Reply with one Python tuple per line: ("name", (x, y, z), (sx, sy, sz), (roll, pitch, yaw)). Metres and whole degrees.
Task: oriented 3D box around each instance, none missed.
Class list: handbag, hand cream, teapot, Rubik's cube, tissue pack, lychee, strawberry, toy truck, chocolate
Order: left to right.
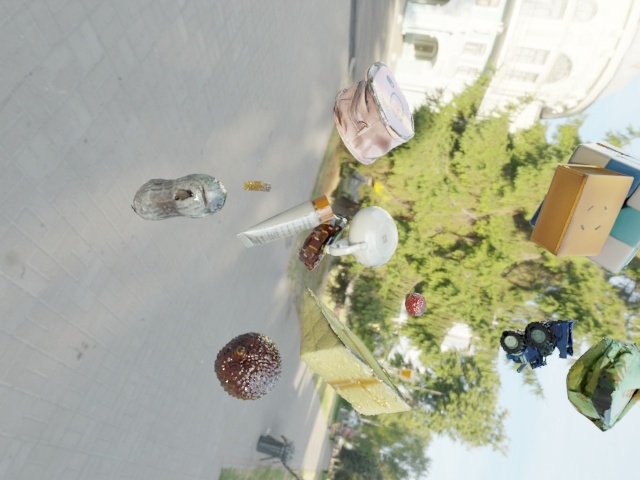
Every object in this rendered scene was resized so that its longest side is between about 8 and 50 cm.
("chocolate", (-0.336, -0.102, 0.983), (0.110, 0.247, 0.110), (0, 90, -74))
("lychee", (-0.249, 0.449, 1.453), (0.236, 0.235, 0.271), (-70, 157, -46))
("hand cream", (-0.111, -0.048, 1.340), (0.140, 0.314, 0.089), (81, -15, -72))
("teapot", (0.157, -0.009, 1.354), (0.298, 0.139, 0.205), (-17, 106, -44))
("handbag", (0.118, -0.272, 0.884), (0.179, 0.116, 0.205), (46, 41, -28))
("strawberry", (0.406, 0.272, 1.778), (0.106, 0.106, 0.106), (12, 90, -82))
("toy truck", (0.644, 0.297, 1.190), (0.113, 0.208, 0.126), (11, 55, -48))
("tissue pack", (0.849, -0.101, 1.355), (0.145, 0.194, 0.275), (-118, -147, -60))
("Rubik's cube", (1.070, -0.139, 1.527), (0.344, 0.347, 0.347), (-15, 133, -44))

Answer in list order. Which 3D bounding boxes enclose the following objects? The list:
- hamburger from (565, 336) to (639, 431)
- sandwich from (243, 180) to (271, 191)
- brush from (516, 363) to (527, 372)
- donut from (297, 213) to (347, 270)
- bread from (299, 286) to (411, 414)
("hamburger", (0.691, 0.320, 0.989), (0.214, 0.235, 0.125), (-46, -154, -17))
("sandwich", (-0.227, -0.194, 1.477), (0.105, 0.093, 0.036), (-8, 103, -69))
("brush", (0.816, 0.468, 1.611), (0.051, 0.014, 0.164), (-89, -167, -54))
("donut", (0.001, -0.001, 1.485), (0.230, 0.096, 0.216), (-52, 177, 0))
("bread", (0.110, 0.348, 1.421), (0.242, 0.345, 0.405), (-35, -153, 33))
